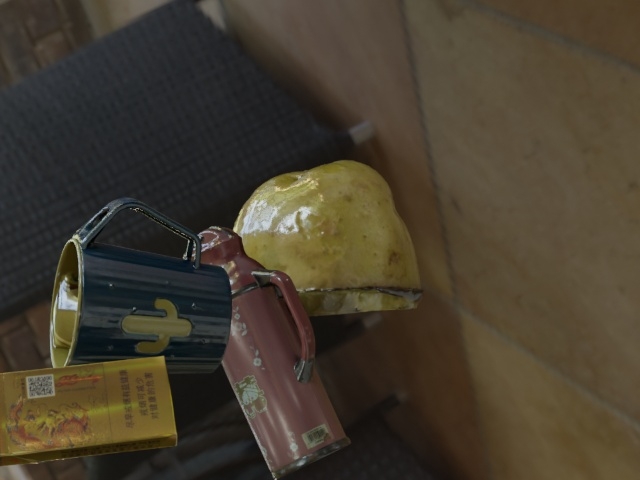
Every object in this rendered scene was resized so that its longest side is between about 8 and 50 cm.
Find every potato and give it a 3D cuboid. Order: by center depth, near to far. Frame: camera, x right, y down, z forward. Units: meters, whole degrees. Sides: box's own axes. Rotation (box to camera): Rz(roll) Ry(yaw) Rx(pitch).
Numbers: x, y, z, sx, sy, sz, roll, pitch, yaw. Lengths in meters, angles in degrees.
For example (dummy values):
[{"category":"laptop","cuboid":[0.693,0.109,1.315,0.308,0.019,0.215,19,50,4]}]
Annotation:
[{"category":"potato","cuboid":[0.000,0.000,2.004,0.242,0.285,0.243,-6,-90,-74]}]

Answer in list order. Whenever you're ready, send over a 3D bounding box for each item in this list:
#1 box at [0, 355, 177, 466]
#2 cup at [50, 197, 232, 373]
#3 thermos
[{"category":"box","cuboid":[-0.207,0.147,1.238,0.022,0.156,0.089,97,161,-48]},{"category":"cup","cuboid":[-0.171,0.050,1.385,0.131,0.155,0.176,-150,69,-67]},{"category":"thermos","cuboid":[-0.076,0.131,1.823,0.330,0.109,0.136,65,160,7]}]
